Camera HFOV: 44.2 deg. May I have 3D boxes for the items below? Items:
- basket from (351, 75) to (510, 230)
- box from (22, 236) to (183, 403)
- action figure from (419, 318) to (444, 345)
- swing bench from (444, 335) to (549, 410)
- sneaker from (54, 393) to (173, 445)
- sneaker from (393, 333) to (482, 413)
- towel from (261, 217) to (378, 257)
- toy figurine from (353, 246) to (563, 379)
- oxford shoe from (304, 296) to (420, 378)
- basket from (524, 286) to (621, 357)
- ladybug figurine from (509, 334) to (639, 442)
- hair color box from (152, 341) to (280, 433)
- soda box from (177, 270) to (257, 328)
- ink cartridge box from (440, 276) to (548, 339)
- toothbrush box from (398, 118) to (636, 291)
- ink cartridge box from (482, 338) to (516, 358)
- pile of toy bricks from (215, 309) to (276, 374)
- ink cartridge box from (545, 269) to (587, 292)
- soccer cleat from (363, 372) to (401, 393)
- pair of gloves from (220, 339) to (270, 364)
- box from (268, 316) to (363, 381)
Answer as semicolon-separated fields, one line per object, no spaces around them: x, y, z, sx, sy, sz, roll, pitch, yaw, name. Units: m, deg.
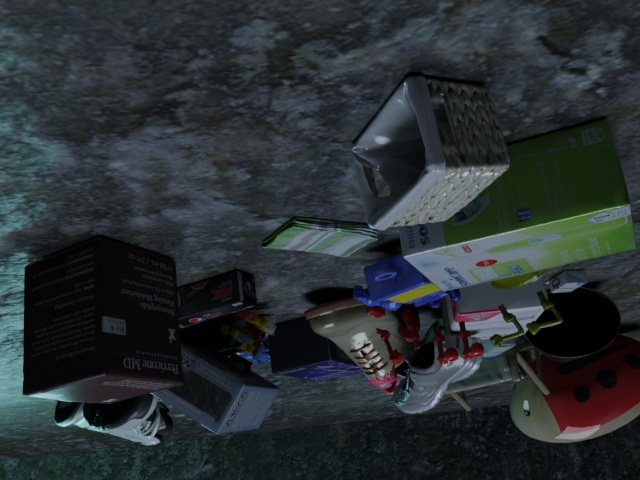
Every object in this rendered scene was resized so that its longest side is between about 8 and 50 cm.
0.118;-0.092;0.874;0.103;0.113;0.167;-3;160;-22;basket
-0.326;0.127;1.186;0.167;0.203;0.168;-18;158;27;box
0.306;0.204;1.809;0.137;0.063;0.232;-45;159;8;action figure
0.447;0.342;2.126;0.253;0.165;0.254;-18;152;29;swing bench
-0.432;0.388;1.871;0.257;0.169;0.447;22;157;-32;sneaker
0.216;0.263;1.636;0.115;0.105;0.281;22;135;-14;sneaker
0.000;0.000;1.215;0.152;0.023;0.113;5;156;-30;towel
0.182;0.086;1.296;0.362;0.191;0.217;-23;150;34;toy figurine
0.109;0.205;1.637;0.140;0.146;0.397;-20;157;31;oxford shoe
0.557;0.202;1.794;0.204;0.154;0.227;-9;164;8;basket
0.740;0.394;2.219;0.449;0.305;0.162;-26;127;1;ladybug figurine
-0.222;0.315;1.692;0.185;0.113;0.374;28;173;13;hair color box
-0.195;0.104;1.379;0.169;0.060;0.053;-18;159;25;soda box
0.335;0.123;1.558;0.172;0.100;0.237;-6;160;1;ink cartridge box
0.265;-0.036;1.067;0.283;0.122;0.206;-13;159;19;toothbrush box
0.413;0.225;1.885;0.052;0.088;0.122;-2;160;-13;ink cartridge box
-0.166;0.199;1.621;0.105;0.118;0.212;29;166;-2;pile of toy bricks
0.505;0.087;1.625;0.048;0.028;0.083;-1;160;-15;ink cartridge box
0.148;0.316;2.002;0.108;0.116;0.318;-12;160;14;soccer cleat
-0.140;0.277;1.934;0.198;0.023;0.159;-18;158;30;pair of gloves
0.001;0.242;1.759;0.153;0.108;0.207;-17;158;27;box
